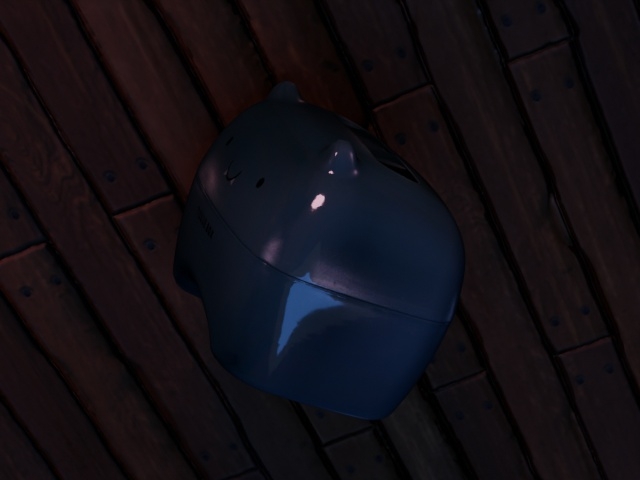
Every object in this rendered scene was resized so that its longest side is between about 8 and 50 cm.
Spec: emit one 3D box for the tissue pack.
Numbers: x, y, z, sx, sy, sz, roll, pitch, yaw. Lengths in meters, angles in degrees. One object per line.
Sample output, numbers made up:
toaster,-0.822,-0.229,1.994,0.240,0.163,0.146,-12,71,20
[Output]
tissue pack,0.000,0.000,1.494,0.198,0.287,0.206,20,105,-20
